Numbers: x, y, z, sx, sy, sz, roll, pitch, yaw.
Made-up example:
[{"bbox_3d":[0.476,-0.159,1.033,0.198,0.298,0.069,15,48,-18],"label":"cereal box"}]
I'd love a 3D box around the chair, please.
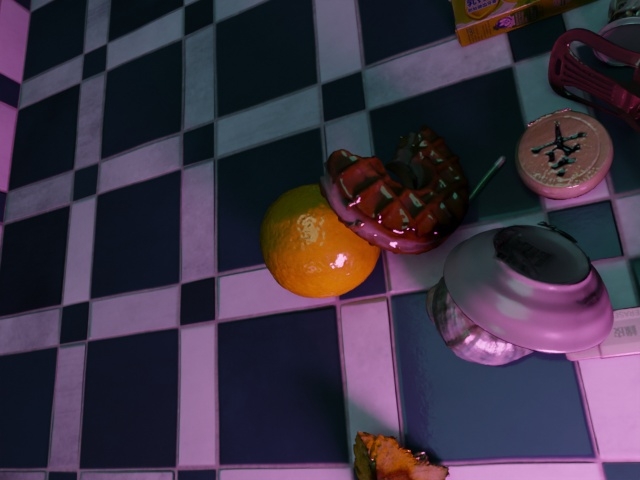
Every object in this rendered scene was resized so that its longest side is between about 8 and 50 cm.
[{"bbox_3d":[0.633,-0.312,0.976,0.183,0.176,0.326,-27,51,-4],"label":"chair"}]

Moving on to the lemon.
[{"bbox_3d":[-0.001,0.000,1.154,0.292,0.293,0.293,-7,73,25],"label":"lemon"}]

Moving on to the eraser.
[{"bbox_3d":[0.629,0.158,0.914,0.351,0.061,0.089,-15,70,23],"label":"eraser"}]

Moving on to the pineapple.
[{"bbox_3d":[0.172,0.507,1.036,0.250,0.164,0.140,47,138,33],"label":"pineapple"}]

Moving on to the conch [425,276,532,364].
[{"bbox_3d":[0.323,0.144,1.015,0.277,0.196,0.220,3,38,49],"label":"conch"}]

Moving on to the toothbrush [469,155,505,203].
[{"bbox_3d":[0.340,-0.090,1.151,0.257,0.018,0.024,-52,54,6],"label":"toothbrush"}]

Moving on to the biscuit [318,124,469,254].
[{"bbox_3d":[0.181,-0.104,1.069,0.268,0.366,0.115,53,143,10],"label":"biscuit"}]

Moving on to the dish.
[{"bbox_3d":[0.395,0.056,0.927,0.316,0.106,0.317,4,40,-3],"label":"dish"}]

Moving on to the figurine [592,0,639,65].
[{"bbox_3d":[0.653,-0.465,1.054,0.132,0.132,0.154,7,67,28],"label":"figurine"}]

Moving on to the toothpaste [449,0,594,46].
[{"bbox_3d":[0.477,-0.575,1.183,0.327,0.077,0.110,-13,73,23],"label":"toothpaste"}]

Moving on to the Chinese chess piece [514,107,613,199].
[{"bbox_3d":[0.509,-0.181,1.055,0.188,0.083,0.189,-7,72,22],"label":"Chinese chess piece"}]
